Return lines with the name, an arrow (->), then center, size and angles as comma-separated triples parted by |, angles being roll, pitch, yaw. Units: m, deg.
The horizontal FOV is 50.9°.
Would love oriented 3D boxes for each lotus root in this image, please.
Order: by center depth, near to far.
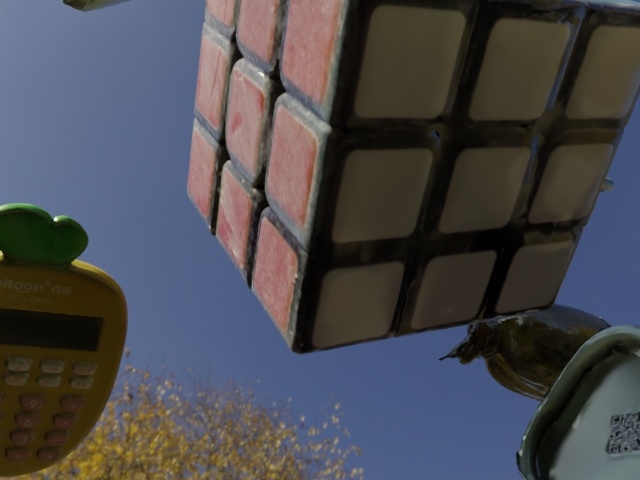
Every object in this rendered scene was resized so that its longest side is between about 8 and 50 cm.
lotus root -> 0.310, 0.153, 0.971 | 0.278, 0.154, 0.154 | 11, -58, -3

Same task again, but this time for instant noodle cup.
instant noodle cup -> 0.387, 0.250, 0.665 | 0.308, 0.294, 0.294 | 36, -56, -16

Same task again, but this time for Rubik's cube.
Rubik's cube -> 0.066, -0.114, 0.642 | 0.301, 0.305, 0.303 | -6, -56, -28

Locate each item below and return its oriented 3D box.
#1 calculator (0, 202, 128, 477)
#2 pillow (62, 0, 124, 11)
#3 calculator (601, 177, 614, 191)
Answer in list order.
calculator -> -0.220, 0.080, 0.490 | 0.146, 0.032, 0.235 | 9, -68, -25
pillow -> -0.282, -0.513, 1.062 | 0.120, 0.255, 0.322 | 34, -66, -10
calculator -> 0.266, -0.084, 0.781 | 0.153, 0.095, 0.021 | 17, -78, -8
